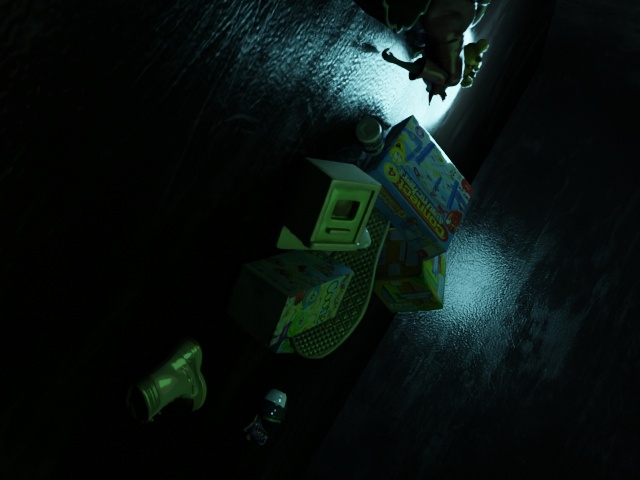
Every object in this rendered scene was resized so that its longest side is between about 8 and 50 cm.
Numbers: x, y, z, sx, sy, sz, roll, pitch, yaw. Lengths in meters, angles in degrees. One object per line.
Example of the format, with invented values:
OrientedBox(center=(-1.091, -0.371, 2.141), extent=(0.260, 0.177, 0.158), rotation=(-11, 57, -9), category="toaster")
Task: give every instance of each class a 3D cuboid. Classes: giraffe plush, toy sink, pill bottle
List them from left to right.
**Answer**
OrientedBox(center=(0.015, -0.054, 1.407), extent=(0.153, 0.131, 0.234), rotation=(3, 118, -40), category="toy sink")
OrientedBox(center=(0.132, -0.266, 1.598), extent=(0.067, 0.067, 0.120), rotation=(-60, 161, -7), category="pill bottle")
OrientedBox(center=(0.385, -0.535, 1.722), extent=(0.210, 0.170, 0.181), rotation=(-53, 160, -24), category="giraffe plush")

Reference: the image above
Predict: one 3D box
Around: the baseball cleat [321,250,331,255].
OrientedBox(center=(0.000, 0.000, 1.624), extent=(0.206, 0.109, 0.072), rotation=(-34, 134, 4), category="baseball cleat")

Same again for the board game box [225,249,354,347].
OrientedBox(center=(-0.068, 0.124, 1.445), extent=(0.275, 0.144, 0.142), rotation=(-15, 132, -54), category="board game box")

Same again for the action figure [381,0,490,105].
OrientedBox(center=(0.310, -0.493, 1.466), extent=(0.248, 0.276, 0.370), rotation=(-56, 148, -37), category="action figure")

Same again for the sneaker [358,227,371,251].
OrientedBox(center=(0.067, -0.065, 1.530), extent=(0.085, 0.237, 0.086), rotation=(-10, 134, -12), category="sneaker")

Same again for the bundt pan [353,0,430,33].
OrientedBox(center=(0.147, -0.564, 1.121), extent=(0.331, 0.124, 0.331), rotation=(-52, 160, -28), category="bundt pan")

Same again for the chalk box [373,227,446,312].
OrientedBox(center=(0.278, 0.107, 1.868), extent=(0.289, 0.179, 0.180), rotation=(48, 42, -48), category="chalk box")

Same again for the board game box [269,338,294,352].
OrientedBox(center=(-0.069, 0.238, 1.831), extent=(0.211, 0.039, 0.160), rotation=(-62, 161, -1), category="board game box")

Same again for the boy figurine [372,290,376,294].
OrientedBox(center=(0.164, 0.062, 1.955), extent=(0.285, 0.092, 0.177), rotation=(57, 43, -39), category="boy figurine")

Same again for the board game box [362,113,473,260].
OrientedBox(center=(0.278, -0.155, 1.730), extent=(0.086, 0.308, 0.302), rotation=(-28, -159, 44), category="board game box")

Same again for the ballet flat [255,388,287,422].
OrientedBox(center=(-0.153, 0.531, 1.967), extent=(0.280, 0.095, 0.096), rotation=(92, 20, -73), category="ballet flat")

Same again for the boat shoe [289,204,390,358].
OrientedBox(center=(0.058, 0.096, 1.704), extent=(0.156, 0.187, 0.500), rotation=(128, -14, -75), category="boat shoe")

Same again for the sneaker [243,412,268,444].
OrientedBox(center=(-0.200, 0.612, 1.969), extent=(0.068, 0.071, 0.170), rotation=(-52, 159, -29), category="sneaker")

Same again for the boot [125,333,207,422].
OrientedBox(center=(-0.310, 0.310, 1.232), extent=(0.165, 0.077, 0.213), rotation=(-44, 150, -44), category="boot")
